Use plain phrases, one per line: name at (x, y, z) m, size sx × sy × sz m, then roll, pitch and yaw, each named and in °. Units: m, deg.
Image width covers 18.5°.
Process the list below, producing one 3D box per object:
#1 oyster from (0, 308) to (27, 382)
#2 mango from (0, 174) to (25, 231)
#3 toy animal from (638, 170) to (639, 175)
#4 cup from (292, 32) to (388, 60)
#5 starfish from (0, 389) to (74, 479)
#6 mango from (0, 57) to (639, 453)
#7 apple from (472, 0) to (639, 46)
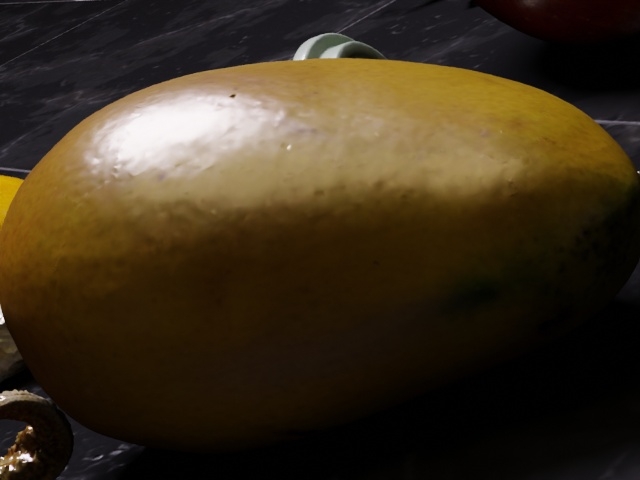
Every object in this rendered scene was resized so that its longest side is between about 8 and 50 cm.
oyster at (-0.141, 0.044, 1.165) m, size 0.200 × 0.061 × 0.106 m, roll -15°, pitch 2°, yaw 11°
mango at (-0.253, 0.015, 1.254) m, size 0.145 × 0.112 × 0.219 m, roll -2°, pitch 15°, yaw 44°
toy animal at (0.077, -0.024, 1.076) m, size 0.219 × 0.086 × 0.069 m, roll -2°, pitch 23°, yaw -1°
cup at (-0.015, -0.048, 1.182) m, size 0.141 × 0.120 × 0.120 m, roll -26°, pitch 14°, yaw 31°
starfish at (-0.219, 0.124, 0.967) m, size 0.190 × 0.074 × 0.146 m, roll -6°, pitch 23°, yaw 37°
mango at (0.000, 0.000, 0.940) m, size 0.317 × 0.173 × 0.211 m, roll -8°, pitch 23°, yaw 15°
apple at (0.194, -0.274, 1.308) m, size 0.317 × 0.288 × 0.288 m, roll -25°, pitch 17°, yaw -40°
